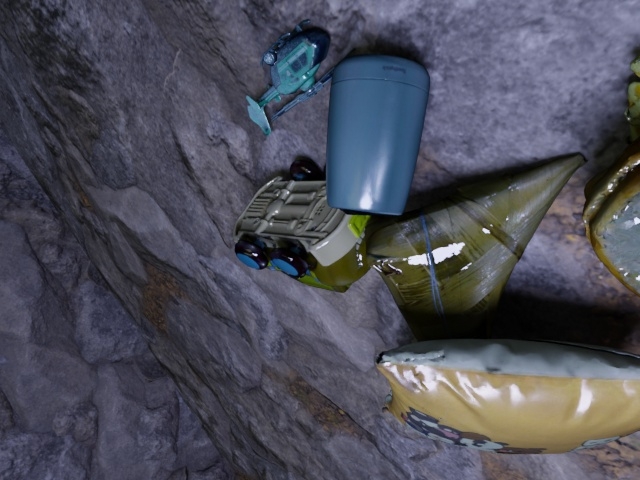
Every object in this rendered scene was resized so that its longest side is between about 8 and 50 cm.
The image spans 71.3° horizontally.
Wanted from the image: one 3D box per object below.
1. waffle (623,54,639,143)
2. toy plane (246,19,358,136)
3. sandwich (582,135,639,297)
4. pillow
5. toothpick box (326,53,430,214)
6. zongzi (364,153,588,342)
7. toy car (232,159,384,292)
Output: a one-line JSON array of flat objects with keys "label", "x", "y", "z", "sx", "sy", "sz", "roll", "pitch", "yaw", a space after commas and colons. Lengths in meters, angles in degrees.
[{"label": "waffle", "x": 0.373, "y": -0.096, "z": 0.367, "sx": 0.207, "sy": 0.054, "sz": 0.214, "roll": -8, "pitch": 119, "yaw": 44}, {"label": "toy plane", "x": -0.048, "y": -0.248, "z": 0.677, "sx": 0.235, "sy": 0.060, "sz": 0.096, "roll": -23, "pitch": 114, "yaw": 46}, {"label": "sandwich", "x": 0.387, "y": 0.004, "z": 0.329, "sx": 0.301, "sy": 0.099, "sz": 0.271, "roll": 41, "pitch": 135, "yaw": -7}, {"label": "pillow", "x": 0.228, "y": 0.198, "z": 0.557, "sx": 0.312, "sy": 0.119, "sz": 0.310, "roll": 1, "pitch": 149, "yaw": 10}, {"label": "toothpick box", "x": 0.066, "y": -0.121, "z": 0.553, "sx": 0.120, "sy": 0.120, "sz": 0.184, "roll": 10, "pitch": 96, "yaw": 40}, {"label": "zongzi", "x": 0.227, "y": 0.038, "z": 0.588, "sx": 0.274, "sy": 0.125, "sz": 0.251, "roll": -24, "pitch": 121, "yaw": 18}, {"label": "toy car", "x": 0.000, "y": 0.000, "z": 0.737, "sx": 0.248, "sy": 0.204, "sz": 0.198, "roll": 6, "pitch": 145, "yaw": 44}]
